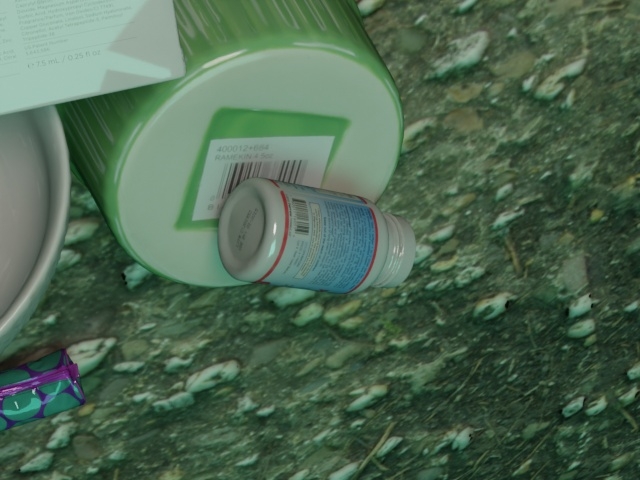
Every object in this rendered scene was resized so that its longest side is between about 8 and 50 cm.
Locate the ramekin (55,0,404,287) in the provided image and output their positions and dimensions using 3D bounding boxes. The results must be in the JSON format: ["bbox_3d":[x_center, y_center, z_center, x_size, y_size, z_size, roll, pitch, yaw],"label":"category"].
[{"bbox_3d":[-0.074,-0.101,1.081,0.303,0.148,0.303,-16,137,-16],"label":"ramekin"}]

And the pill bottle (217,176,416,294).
[{"bbox_3d":[0.000,0.000,1.044,0.160,0.087,0.087,10,125,-36],"label":"pill bottle"}]

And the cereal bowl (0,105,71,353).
[{"bbox_3d":[-0.350,-0.023,0.891,0.339,0.339,0.141,-16,164,-16],"label":"cereal bowl"}]

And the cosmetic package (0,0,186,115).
[{"bbox_3d":[-0.292,-0.209,0.761,0.377,0.097,0.284,-14,119,-17],"label":"cosmetic package"}]

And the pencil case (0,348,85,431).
[{"bbox_3d":[-0.321,0.161,1.261,0.152,0.064,0.070,-17,162,-15],"label":"pencil case"}]
